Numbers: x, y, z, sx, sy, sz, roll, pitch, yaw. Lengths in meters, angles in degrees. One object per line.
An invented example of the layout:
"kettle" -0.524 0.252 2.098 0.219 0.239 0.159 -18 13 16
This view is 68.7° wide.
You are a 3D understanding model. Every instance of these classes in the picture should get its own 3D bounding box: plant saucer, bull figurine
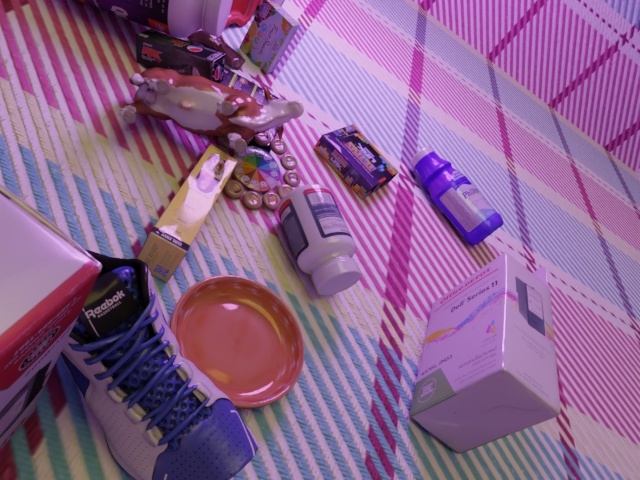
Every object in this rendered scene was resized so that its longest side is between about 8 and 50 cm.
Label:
"plant saucer" -0.117 0.142 0.663 0.200 0.037 0.200 22 43 -22
"bull figurine" -0.186 -0.229 0.820 0.311 0.101 0.188 10 22 -5

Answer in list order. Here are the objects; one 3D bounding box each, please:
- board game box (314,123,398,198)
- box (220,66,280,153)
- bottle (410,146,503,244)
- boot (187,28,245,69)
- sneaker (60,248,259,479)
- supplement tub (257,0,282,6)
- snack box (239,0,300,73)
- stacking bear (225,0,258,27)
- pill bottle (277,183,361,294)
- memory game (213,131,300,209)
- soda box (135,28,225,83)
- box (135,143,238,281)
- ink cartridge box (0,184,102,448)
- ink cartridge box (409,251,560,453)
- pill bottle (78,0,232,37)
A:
"board game box" 0.088 -0.193 1.117 0.170 0.048 0.141 47 39 7
"box" -0.173 -0.277 0.988 0.184 0.045 0.190 24 44 -16
"bottle" 0.350 -0.123 1.228 0.118 0.092 0.282 -23 71 -46
"boot" -0.240 -0.446 1.095 0.114 0.037 0.106 50 43 3
"sneaker" -0.199 0.126 0.481 0.127 0.182 0.315 -37 78 -29
"supplement tub" -0.198 -0.793 1.314 0.272 0.191 0.191 29 42 -15
"snack box" -0.126 -0.499 1.147 0.100 0.141 0.037 44 39 3
"stacking bear" -0.306 -0.686 1.169 0.289 0.164 0.175 38 40 3
"pill bottle" 0.000 0.000 0.828 0.108 0.108 0.180 1 55 -38
"memory game" -0.121 -0.141 0.896 0.186 0.012 0.186 13 62 -26
"soda box" -0.277 -0.361 0.929 0.169 0.060 0.053 21 40 7
"box" -0.203 -0.050 0.730 0.058 0.087 0.232 31 40 -15
"ink cartridge box" -0.305 0.122 0.320 0.131 0.306 0.226 37 41 -7
"ink cartridge box" 0.292 0.166 0.835 0.119 0.207 0.353 38 39 -6
"pill bottle" -0.342 -0.520 0.921 0.323 0.181 0.181 18 44 -9
